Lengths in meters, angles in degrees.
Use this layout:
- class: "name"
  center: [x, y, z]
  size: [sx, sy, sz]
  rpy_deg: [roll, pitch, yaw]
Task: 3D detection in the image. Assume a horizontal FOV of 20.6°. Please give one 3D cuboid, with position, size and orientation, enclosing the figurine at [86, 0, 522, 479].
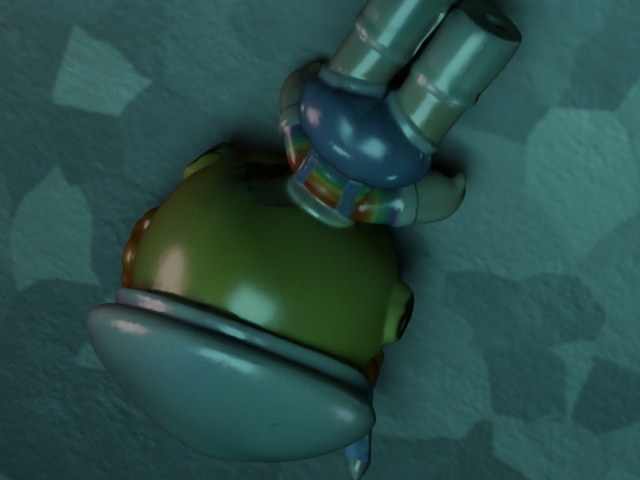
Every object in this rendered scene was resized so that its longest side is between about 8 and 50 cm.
- class: "figurine"
  center: [-0.025, -0.019, 1.195]
  size: [0.224, 0.205, 0.382]
  rpy_deg: [23, 113, 10]
